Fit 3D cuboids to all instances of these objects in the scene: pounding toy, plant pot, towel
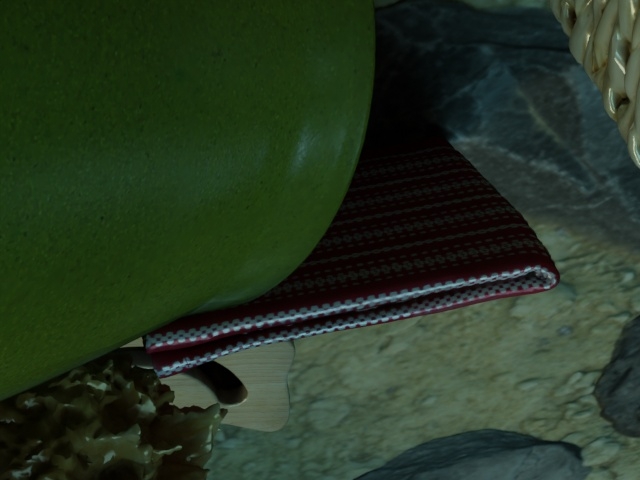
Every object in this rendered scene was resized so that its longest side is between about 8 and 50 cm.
[{"bbox_3d":[-0.139,0.092,1.002,0.270,0.154,0.154,8,135,-24],"label":"pounding toy"},{"bbox_3d":[-0.179,-0.075,0.625,0.353,0.366,0.366,-5,146,-41],"label":"plant pot"},{"bbox_3d":[0.000,0.000,0.871,0.199,0.275,0.031,-11,107,-3],"label":"towel"}]

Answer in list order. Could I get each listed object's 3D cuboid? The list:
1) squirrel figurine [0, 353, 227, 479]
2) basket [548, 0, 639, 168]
[{"bbox_3d":[-0.252,0.143,0.789,0.397,0.370,0.281,9,128,-8],"label":"squirrel figurine"},{"bbox_3d":[0.241,-0.224,0.627,0.328,0.266,0.331,-9,145,-9],"label":"basket"}]
